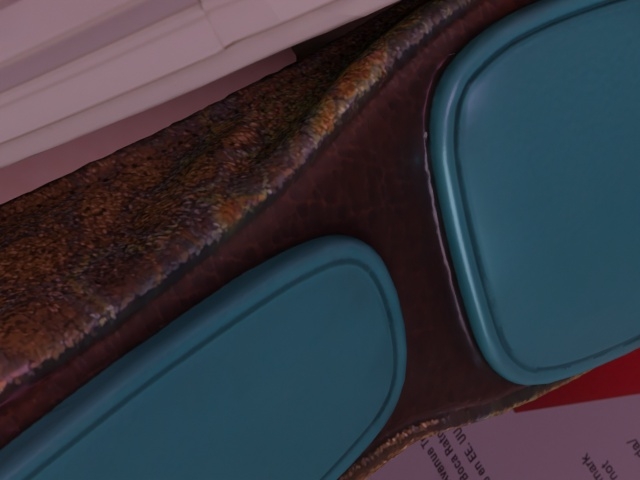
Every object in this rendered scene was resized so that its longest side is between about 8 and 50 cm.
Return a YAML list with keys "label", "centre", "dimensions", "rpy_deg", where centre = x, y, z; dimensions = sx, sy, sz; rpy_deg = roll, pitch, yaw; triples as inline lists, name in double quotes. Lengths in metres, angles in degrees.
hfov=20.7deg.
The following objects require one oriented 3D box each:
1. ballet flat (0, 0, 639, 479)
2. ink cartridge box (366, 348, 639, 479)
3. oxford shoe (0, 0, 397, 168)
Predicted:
- label: "ballet flat"
  centre: [0.000, 0.000, 0.434]
  dimensions: [0.348, 0.123, 0.123]
  rpy_deg: [-32, 146, -30]
- label: "ink cartridge box"
  centre: [0.070, 0.129, 0.586]
  dimensions: [0.114, 0.197, 0.273]
  rpy_deg: [7, 133, -44]
- label: "oxford shoe"
  centre: [-0.128, -0.059, 0.389]
  dimensions: [0.449, 0.169, 0.130]
  rpy_deg: [-22, 98, 14]
